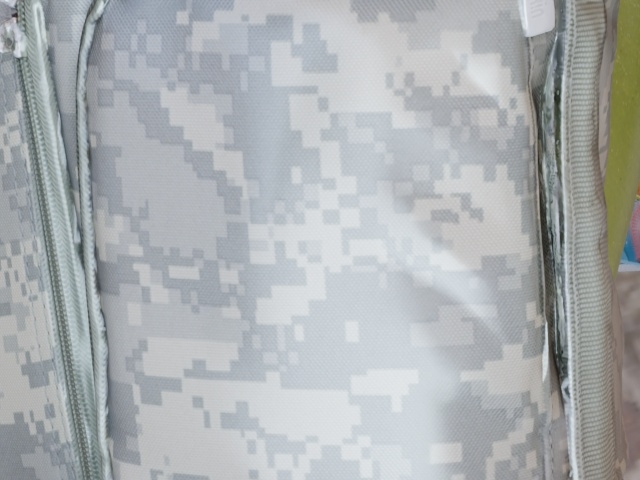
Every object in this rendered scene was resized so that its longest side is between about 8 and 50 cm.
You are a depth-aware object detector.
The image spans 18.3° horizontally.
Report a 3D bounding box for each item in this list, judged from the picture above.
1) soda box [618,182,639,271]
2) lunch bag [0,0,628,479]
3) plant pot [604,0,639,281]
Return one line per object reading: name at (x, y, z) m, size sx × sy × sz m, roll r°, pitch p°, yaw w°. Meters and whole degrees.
soda box at (0.172, -0.074, 1.188) m, size 0.063 × 0.058 × 0.183 m, roll -4°, pitch 81°, yaw 50°
lunch bag at (0.000, 0.000, 0.722) m, size 0.256 × 0.212 × 0.305 m, roll 9°, pitch 110°, yaw 41°
plant pot at (0.055, -0.080, 0.987) m, size 0.275 × 0.275 × 0.293 m, roll -28°, pitch 53°, yaw 40°
